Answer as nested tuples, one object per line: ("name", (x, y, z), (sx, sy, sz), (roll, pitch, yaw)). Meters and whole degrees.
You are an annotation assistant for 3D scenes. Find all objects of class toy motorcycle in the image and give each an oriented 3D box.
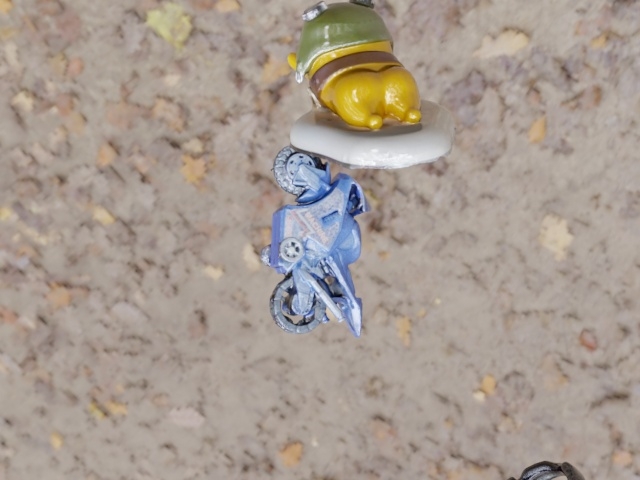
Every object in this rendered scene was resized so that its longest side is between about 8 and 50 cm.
("toy motorcycle", (0.000, 0.000, 1.205), (0.076, 0.114, 0.205), (162, 110, -70))

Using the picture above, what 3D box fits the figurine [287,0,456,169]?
("figurine", (0.051, -0.166, 1.128), (0.250, 0.167, 0.141), (-141, 43, -64))

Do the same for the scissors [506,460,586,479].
("scissors", (0.101, 0.206, 0.841), (0.022, 0.109, 0.300), (45, 161, -6))
